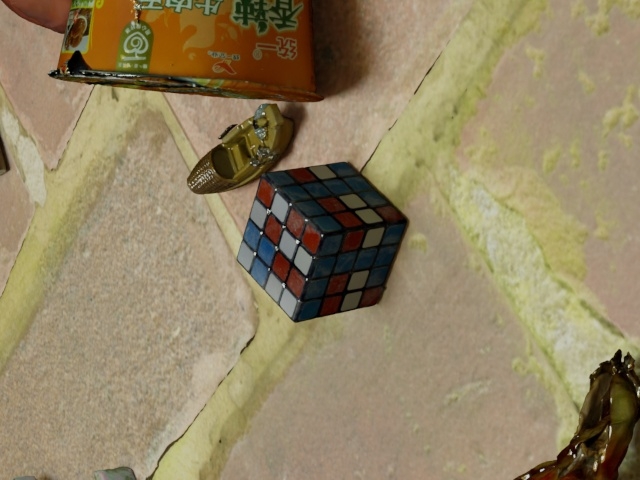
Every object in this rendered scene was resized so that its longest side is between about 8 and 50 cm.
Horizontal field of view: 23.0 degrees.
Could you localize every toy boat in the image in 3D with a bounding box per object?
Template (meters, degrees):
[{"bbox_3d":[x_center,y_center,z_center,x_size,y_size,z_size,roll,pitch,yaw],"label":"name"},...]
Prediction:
[{"bbox_3d":[-0.069,-0.079,1.411,0.149,0.049,0.047,-37,68,49],"label":"toy boat"}]

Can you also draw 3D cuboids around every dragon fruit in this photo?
[{"bbox_3d":[0.182,0.194,1.110,0.125,0.125,0.246,20,97,15],"label":"dragon fruit"}]

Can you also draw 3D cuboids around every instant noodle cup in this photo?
[{"bbox_3d":[-0.103,-0.213,1.303,0.230,0.230,0.182,10,96,50],"label":"instant noodle cup"}]

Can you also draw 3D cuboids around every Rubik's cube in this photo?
[{"bbox_3d":[0.000,0.000,1.306,0.092,0.092,0.092,46,131,37],"label":"Rubik's cube"}]

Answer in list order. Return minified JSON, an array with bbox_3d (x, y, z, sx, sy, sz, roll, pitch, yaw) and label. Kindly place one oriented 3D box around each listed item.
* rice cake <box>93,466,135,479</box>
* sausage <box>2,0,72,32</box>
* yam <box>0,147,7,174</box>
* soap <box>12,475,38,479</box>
[{"bbox_3d":[-0.181,0.323,1.647,0.034,0.043,0.211,-53,57,35],"label":"rice cake"},{"bbox_3d":[-0.243,-0.278,1.473,0.280,0.152,0.152,-118,32,-66],"label":"sausage"},{"bbox_3d":[-0.422,-0.197,1.837,0.046,0.046,0.264,-31,75,50],"label":"yam"},{"bbox_3d":[-0.319,0.338,1.734,0.230,0.145,0.091,-154,59,-66],"label":"soap"}]
